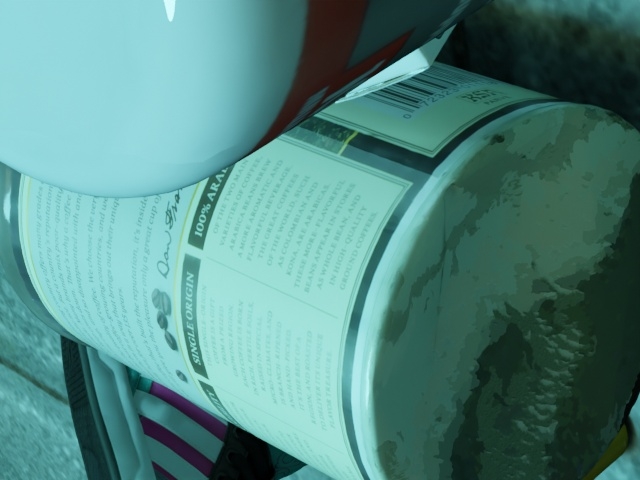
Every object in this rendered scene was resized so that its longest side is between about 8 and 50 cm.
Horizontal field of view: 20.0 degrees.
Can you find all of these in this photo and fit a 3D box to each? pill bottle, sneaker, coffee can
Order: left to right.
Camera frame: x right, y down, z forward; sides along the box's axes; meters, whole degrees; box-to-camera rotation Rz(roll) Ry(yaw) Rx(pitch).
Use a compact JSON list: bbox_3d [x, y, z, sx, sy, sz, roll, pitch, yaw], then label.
[{"bbox_3d":[-0.050,0.141,1.108,0.124,0.178,0.296,108,151,-54],"label":"sneaker"},{"bbox_3d":[0.000,0.000,0.875,0.275,0.201,0.202,23,137,43],"label":"coffee can"},{"bbox_3d":[0.037,-0.180,0.482,0.210,0.363,0.210,36,144,31],"label":"pill bottle"}]

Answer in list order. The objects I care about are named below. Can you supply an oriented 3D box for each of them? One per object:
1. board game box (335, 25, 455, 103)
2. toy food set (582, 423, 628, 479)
[{"bbox_3d":[-0.024,-0.225,0.633,0.053,0.193,0.305,-16,120,40],"label":"board game box"},{"bbox_3d":[0.046,0.099,1.003,0.232,0.104,0.111,34,144,33],"label":"toy food set"}]
